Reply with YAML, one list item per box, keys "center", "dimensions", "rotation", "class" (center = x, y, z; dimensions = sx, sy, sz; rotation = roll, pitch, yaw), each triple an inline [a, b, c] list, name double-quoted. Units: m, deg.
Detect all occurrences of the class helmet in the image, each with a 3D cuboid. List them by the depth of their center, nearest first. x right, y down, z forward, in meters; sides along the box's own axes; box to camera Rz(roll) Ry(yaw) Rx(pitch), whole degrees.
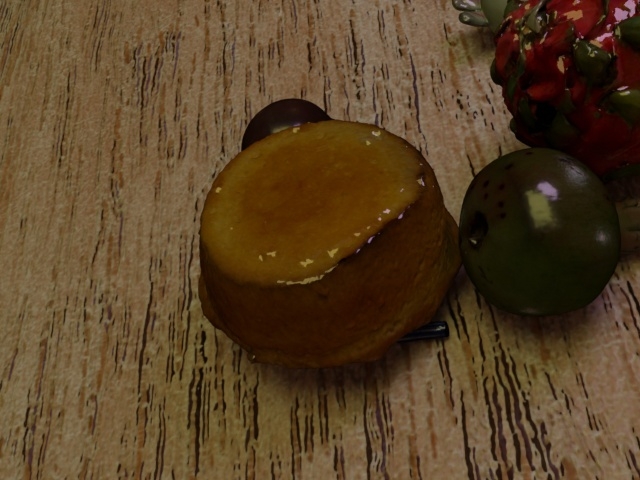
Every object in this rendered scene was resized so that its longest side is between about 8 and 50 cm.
- center: [-0.039, -0.137, 1.135]
  dimensions: [0.155, 0.106, 0.175]
  rotation: [16, 58, 30]
  class: "helmet"

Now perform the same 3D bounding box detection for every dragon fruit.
- center: [0.339, -0.187, 0.929]
  dimensions: [0.303, 0.237, 0.231]
  rotation: [10, 45, -5]
  class: "dragon fruit"

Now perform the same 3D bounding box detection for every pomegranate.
- center: [0.248, 0.001, 0.885]
  dimensions: [0.211, 0.179, 0.179]
  rotation: [20, 60, -2]
  class: "pomegranate"

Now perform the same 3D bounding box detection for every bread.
- center: [0.003, -0.004, 0.957]
  dimensions: [0.312, 0.172, 0.312]
  rotation: [-8, 44, 8]
  class: "bread"

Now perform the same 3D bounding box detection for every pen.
- center: [0.045, 0.111, 0.965]
  dimensions: [0.204, 0.025, 0.025]
  rotation: [-7, 53, 16]
  class: "pen"

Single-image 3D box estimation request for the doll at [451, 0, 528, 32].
- center: [0.323, -0.336, 1.143]
  dimensions: [0.275, 0.113, 0.154]
  rotation: [-19, 52, 17]
  class: "doll"
